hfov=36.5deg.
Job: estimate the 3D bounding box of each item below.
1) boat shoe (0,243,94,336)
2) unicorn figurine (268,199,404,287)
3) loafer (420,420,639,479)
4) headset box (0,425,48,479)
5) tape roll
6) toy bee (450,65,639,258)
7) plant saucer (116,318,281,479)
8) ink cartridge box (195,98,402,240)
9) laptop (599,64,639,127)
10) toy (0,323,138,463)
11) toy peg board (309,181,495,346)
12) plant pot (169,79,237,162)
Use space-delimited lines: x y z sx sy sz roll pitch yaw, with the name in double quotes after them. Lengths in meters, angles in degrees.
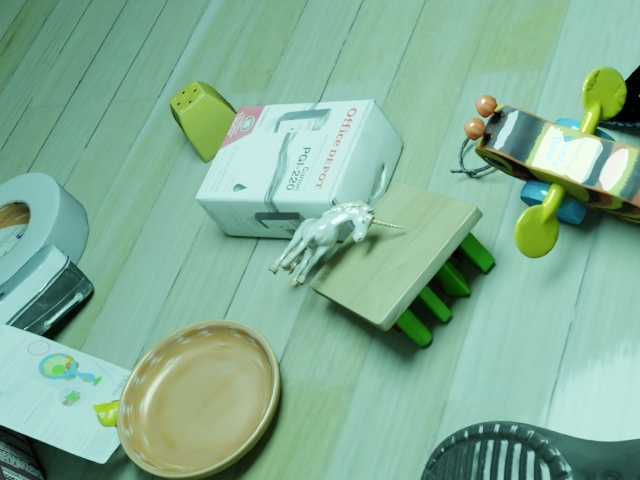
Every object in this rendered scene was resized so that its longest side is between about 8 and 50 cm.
-0.433 0.146 1.298 0.306 0.105 0.113 -50 24 -22 "boat shoe"
0.000 0.000 1.080 0.111 0.060 0.162 -51 26 -13 "unicorn figurine"
0.228 0.229 0.775 0.366 0.130 0.134 -10 56 49 "loafer"
-0.438 0.333 1.150 0.218 0.110 0.293 -43 43 -2 "headset box"
-0.454 0.006 1.448 0.219 0.072 0.219 -18 48 21 "tape roll"
0.221 -0.078 0.984 0.298 0.162 0.195 -5 68 40 "toy bee"
-0.135 0.182 1.100 0.200 0.037 0.200 -13 49 15 "plant saucer"
-0.027 -0.088 1.217 0.218 0.092 0.158 4 59 34 "ink cartridge box"
0.458 -0.154 0.995 0.234 0.136 0.264 -45 18 -6 "laptop"
-0.327 0.195 1.178 0.237 0.056 0.137 15 40 17 "toy"
0.096 0.031 1.064 0.161 0.079 0.160 -49 29 -9 "toy peg board"
-0.169 -0.180 1.392 0.081 0.083 0.081 -39 44 1 "plant pot"
